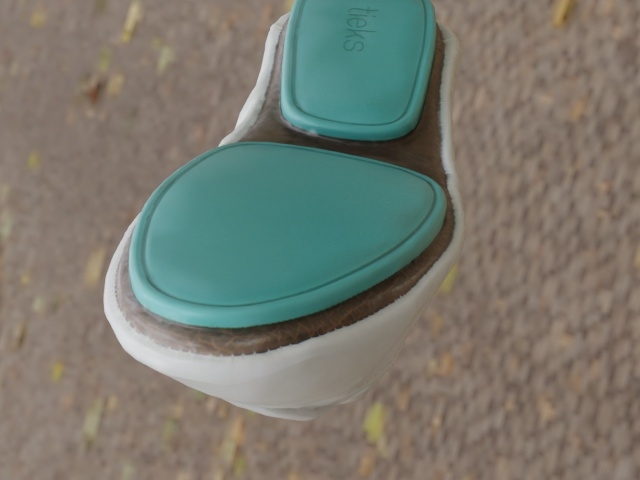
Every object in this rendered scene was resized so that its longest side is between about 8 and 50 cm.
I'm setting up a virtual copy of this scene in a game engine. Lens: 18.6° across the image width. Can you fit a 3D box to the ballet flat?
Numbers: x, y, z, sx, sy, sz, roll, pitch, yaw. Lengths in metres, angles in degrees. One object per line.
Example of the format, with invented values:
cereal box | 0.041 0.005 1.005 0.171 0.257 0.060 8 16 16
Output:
ballet flat | 0.000 0.000 0.903 0.400 0.139 0.139 -69 5 -62
